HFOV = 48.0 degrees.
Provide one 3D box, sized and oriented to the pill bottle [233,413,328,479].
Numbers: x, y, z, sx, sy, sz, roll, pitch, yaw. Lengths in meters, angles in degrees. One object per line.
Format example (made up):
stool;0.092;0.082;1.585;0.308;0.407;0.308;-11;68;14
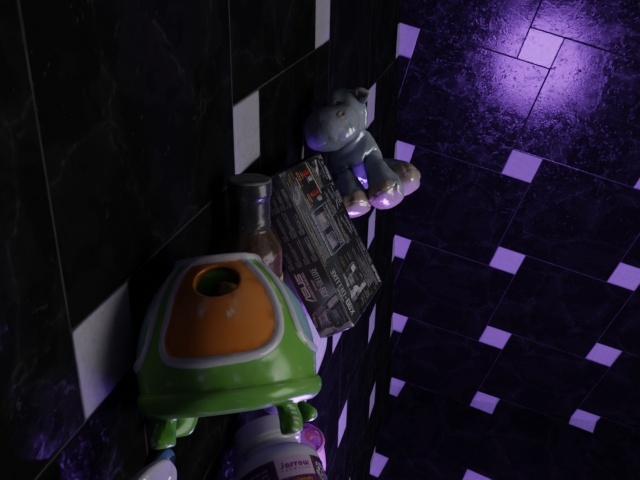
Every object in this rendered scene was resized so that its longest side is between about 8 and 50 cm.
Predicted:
pill bottle;-0.060;0.476;1.304;0.169;0.169;0.301;78;-10;-54

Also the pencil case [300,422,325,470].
pencil case;-0.050;0.575;1.717;0.124;0.124;0.284;-58;155;-60

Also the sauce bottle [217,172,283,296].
sauce bottle;-0.114;0.062;1.178;0.111;0.112;0.344;-51;147;-65

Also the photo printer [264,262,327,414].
photo printer;-0.060;0.161;1.465;0.256;0.107;0.307;-65;158;-53

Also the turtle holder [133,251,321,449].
turtle holder;-0.112;0.141;0.969;0.320;0.244;0.227;15;66;-68

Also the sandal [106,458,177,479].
sandal;-0.269;0.339;0.794;0.265;0.076;0.102;-49;150;-28

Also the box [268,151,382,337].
box;0.000;0.000;1.376;0.307;0.077;0.242;64;23;-8

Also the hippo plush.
hippo plush;0.087;-0.209;1.552;0.294;0.234;0.236;-48;132;-48

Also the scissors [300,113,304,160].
scissors;-0.043;-0.118;1.564;0.109;0.021;0.297;-61;156;-57

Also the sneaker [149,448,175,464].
sneaker;-0.223;0.366;1.010;0.053;0.059;0.144;60;39;-65
